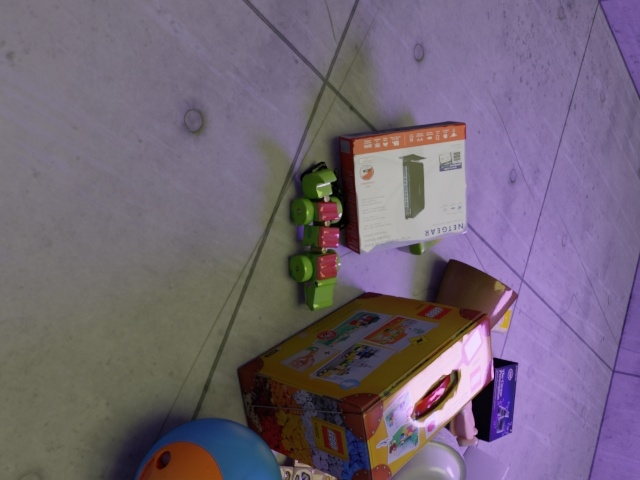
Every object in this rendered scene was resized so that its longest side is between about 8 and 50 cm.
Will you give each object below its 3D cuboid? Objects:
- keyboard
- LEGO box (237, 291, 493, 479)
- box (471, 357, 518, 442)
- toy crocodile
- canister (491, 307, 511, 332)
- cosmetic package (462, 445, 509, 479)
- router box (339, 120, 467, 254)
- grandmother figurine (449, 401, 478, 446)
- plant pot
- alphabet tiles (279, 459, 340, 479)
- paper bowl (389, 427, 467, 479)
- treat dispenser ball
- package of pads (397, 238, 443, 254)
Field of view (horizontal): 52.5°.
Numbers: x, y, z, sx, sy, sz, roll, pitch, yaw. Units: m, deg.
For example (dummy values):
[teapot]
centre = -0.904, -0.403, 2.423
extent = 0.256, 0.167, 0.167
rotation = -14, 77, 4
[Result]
[keyboard]
centre = 0.017, -0.108, 1.626
extent = 0.100, 0.038, 0.192
rotation = -32, 121, -15
[LEGO box]
centre = 0.120, 0.317, 1.532
extent = 0.500, 0.372, 0.193
rotation = -25, 113, -43
[box]
centre = 0.614, 0.564, 2.322
extent = 0.184, 0.103, 0.261
rotation = 1, 94, -51
[toy crocodile]
centre = 0.000, 0.000, 1.545
extent = 0.115, 0.105, 0.341
rotation = -4, 99, -38
[canister]
centre = 0.606, 0.262, 2.293
extent = 0.170, 0.073, 0.126
rotation = 18, 82, -49
[cosmetic package]
centre = 0.460, 0.878, 2.110
extent = 0.365, 0.155, 0.197
rotation = -46, 148, -36
[router box]
centre = 0.224, -0.143, 1.700
extent = 0.335, 0.082, 0.301
rotation = -12, 107, -21
[grandmother figurine]
centre = 0.460, 0.503, 2.143
extent = 0.208, 0.104, 0.342
rotation = -76, 157, -77
[plant pot]
centre = 0.448, 0.225, 2.019
extent = 0.237, 0.237, 0.254
rotation = 34, 84, -45
[alphabet tiles]
centre = 0.021, 0.660, 1.615
extent = 0.342, 0.011, 0.285
rotation = 15, 73, -28
[paper bowl]
centre = 0.265, 0.652, 1.795
extent = 0.284, 0.148, 0.284
rotation = -2, 113, -6
[treat dispenser ball]
centre = -0.214, 0.488, 1.242
extent = 0.288, 0.288, 0.288
rotation = -8, 101, -47
[package of pads]
centre = 0.299, -0.135, 1.878
extent = 0.229, 0.101, 0.296
rotation = -28, 115, -41
